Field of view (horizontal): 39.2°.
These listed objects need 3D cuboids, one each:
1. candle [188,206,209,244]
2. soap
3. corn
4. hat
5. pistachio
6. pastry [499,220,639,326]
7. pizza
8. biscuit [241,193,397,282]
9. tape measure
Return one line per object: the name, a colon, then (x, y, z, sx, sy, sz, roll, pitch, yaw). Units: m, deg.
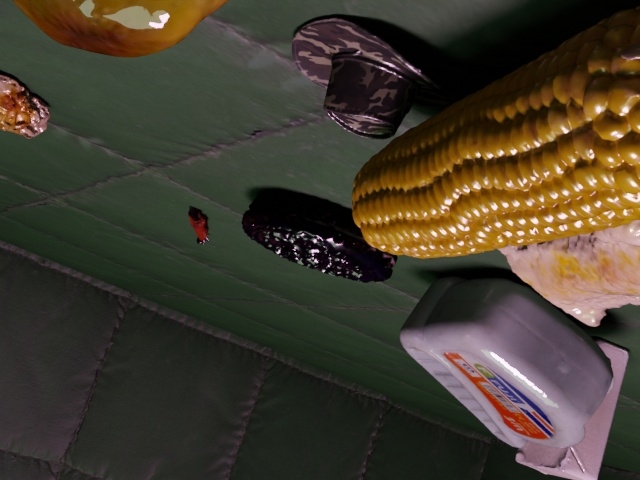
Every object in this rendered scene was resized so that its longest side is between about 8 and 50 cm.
candle: (-0.176, -0.016, 1.320, 0.026, 0.021, 0.167, 20, 167, 1)
soap: (0.337, 0.225, 1.213, 0.063, 0.183, 0.121, 23, 166, -16)
corn: (0.118, -0.044, 0.520, 0.106, 0.106, 0.305, 24, 157, -22)
hat: (0.030, -0.099, 0.604, 0.121, 0.050, 0.121, 21, 169, 4)
pistachio: (-0.115, -0.156, 0.466, 0.189, 0.100, 0.110, 12, 169, 34)
pastry: (0.220, 0.001, 0.663, 0.121, 0.089, 0.258, 22, 166, -4)
pizza: (-0.402, -0.169, 0.926, 0.127, 0.058, 0.246, 6, 164, 44)
biscuit: (0.000, 0.000, 1.060, 0.194, 0.053, 0.194, 19, 167, 5)
tape measure: (0.237, 0.146, 1.097, 0.243, 0.125, 0.246, 41, 158, -16)
